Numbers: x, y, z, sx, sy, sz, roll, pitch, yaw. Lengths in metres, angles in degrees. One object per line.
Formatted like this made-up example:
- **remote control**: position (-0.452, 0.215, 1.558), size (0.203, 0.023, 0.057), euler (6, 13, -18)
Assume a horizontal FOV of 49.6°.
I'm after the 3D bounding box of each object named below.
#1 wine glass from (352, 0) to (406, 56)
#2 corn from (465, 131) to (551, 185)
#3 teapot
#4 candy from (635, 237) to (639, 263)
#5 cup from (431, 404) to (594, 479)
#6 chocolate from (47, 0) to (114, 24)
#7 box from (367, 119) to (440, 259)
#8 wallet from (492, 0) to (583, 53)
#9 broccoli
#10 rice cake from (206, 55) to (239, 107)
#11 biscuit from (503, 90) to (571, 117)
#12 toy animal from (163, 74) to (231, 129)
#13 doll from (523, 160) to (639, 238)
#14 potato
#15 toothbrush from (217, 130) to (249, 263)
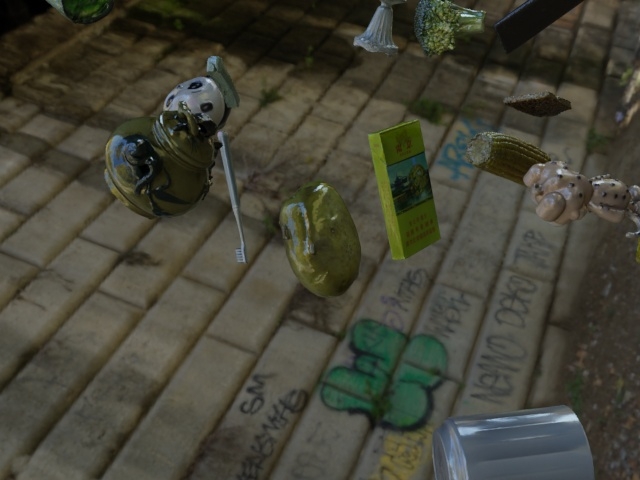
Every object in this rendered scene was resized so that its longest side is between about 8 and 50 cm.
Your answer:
- **wine glass**: position (0.214, -0.757, 2.417), size (0.165, 0.164, 0.197), euler (-44, -28, -62)
- **corn**: position (0.556, -0.241, 2.030), size (0.344, 0.131, 0.131), euler (9, -79, -45)
- **teapot**: position (-0.231, -0.137, 1.099), size (0.182, 0.173, 0.269), euler (-40, -8, 23)
- **candy**: position (0.865, 0.029, 1.662), size (0.106, 0.198, 0.094), euler (-22, -55, -78)
- **cup**: position (0.445, 0.530, 1.691), size (0.323, 0.326, 0.237), euler (107, 156, -85)
- **chocolate**: position (-0.487, -0.486, 1.203), size (0.110, 0.291, 0.110), euler (-40, -26, -24)
- **box**: position (0.224, -0.136, 1.819), size (0.187, 0.047, 0.335), euler (-25, -73, -44)
- **wallet**: position (0.716, -0.748, 2.245), size (0.321, 0.044, 0.170), euler (-33, -29, 17)
- **broccoli**: position (0.439, -0.755, 2.355), size (0.263, 0.243, 0.247), euler (65, -146, -64)
- **rice cake**: position (-0.251, -0.411, 1.806), size (0.245, 0.042, 0.045), euler (62, -152, -78)
- **biscuit**: position (0.599, -0.360, 1.857), size (0.236, 0.131, 0.026), euler (3, -90, -49)
- **toy animal**: position (-0.364, -0.397, 2.061), size (0.187, 0.165, 0.235), euler (-31, 8, 15)
- **doll**: position (0.578, -0.090, 1.498), size (0.119, 0.277, 0.154), euler (113, 167, -49)
- **potato**: position (-0.001, 0.000, 1.468), size (0.229, 0.148, 0.197), euler (60, -156, -16)
- **toothbrush**: position (-0.222, -0.108, 1.766), size (0.025, 0.030, 0.343), euler (-31, -65, -71)
